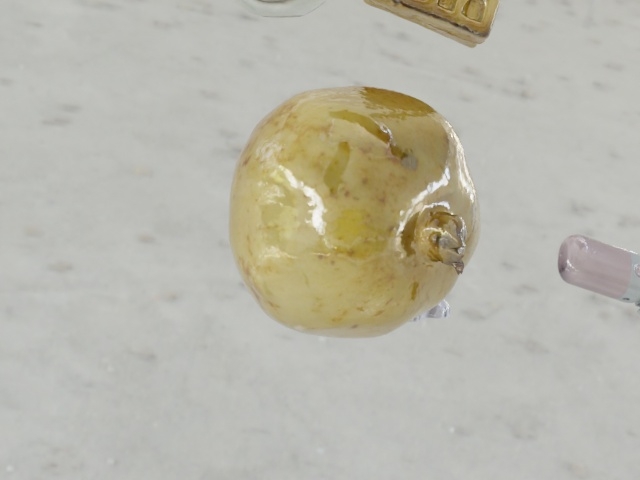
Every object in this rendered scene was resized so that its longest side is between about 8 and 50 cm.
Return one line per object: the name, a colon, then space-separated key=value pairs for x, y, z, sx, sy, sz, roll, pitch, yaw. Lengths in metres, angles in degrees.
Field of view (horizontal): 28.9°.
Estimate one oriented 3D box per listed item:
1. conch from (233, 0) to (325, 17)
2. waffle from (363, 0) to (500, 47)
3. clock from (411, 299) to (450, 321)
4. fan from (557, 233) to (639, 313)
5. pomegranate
conch: x=-0.035 y=-0.308 z=1.061 sx=0.158 sy=0.127 sz=0.255 roll=-17 pitch=59 yaw=20
waffle: x=0.214 y=-0.488 z=1.926 sx=0.224 sy=0.328 sz=0.098 roll=21 pitch=-3 yaw=-8
clock: x=0.101 y=-0.013 z=1.763 sx=0.188 sy=0.254 sz=0.189 roll=8 pitch=3 yaw=0
fan: x=0.396 y=0.052 z=1.500 sx=0.244 sy=0.074 sz=0.130 roll=17 pitch=64 yaw=-18
pomegranate: x=0.056 y=-0.032 z=1.530 sx=0.342 sy=0.343 sz=0.342 roll=12 pitch=24 yaw=-5
